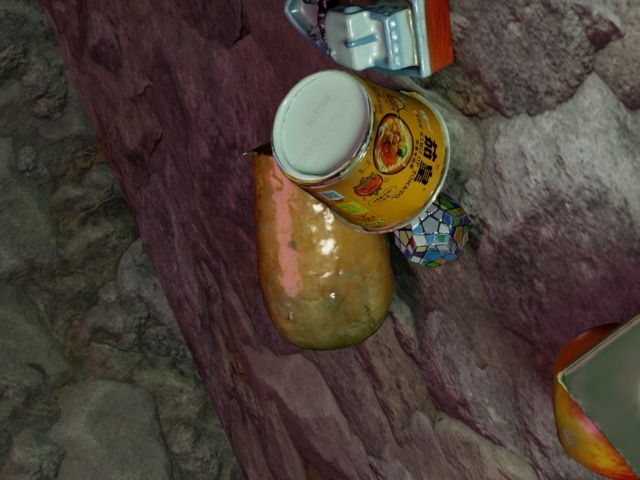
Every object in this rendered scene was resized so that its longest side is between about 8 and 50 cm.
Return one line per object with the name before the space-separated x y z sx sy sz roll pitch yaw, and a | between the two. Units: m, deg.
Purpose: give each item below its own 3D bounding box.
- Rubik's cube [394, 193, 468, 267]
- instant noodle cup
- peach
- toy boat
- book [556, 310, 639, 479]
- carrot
Rubik's cube | 0.158 -0.016 1.689 0.093 0.111 0.111 59 -172 -82
instant noodle cup | 0.046 -0.131 1.624 0.216 0.172 0.215 -11 71 32
peach | 0.364 0.188 1.367 0.190 0.192 0.190 5 -90 -83
toy boat | 0.043 -0.308 1.661 0.332 0.133 0.145 33 138 56
book | 0.433 0.215 1.161 0.371 0.043 0.260 54 133 11
carrot | 0.000 0.000 1.897 0.224 0.224 0.340 21 123 61
